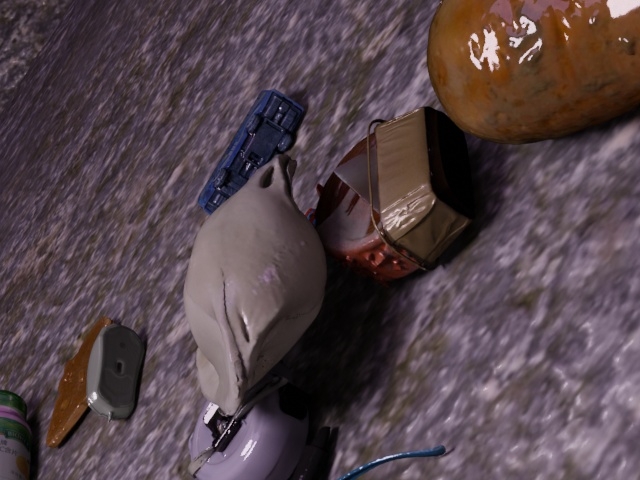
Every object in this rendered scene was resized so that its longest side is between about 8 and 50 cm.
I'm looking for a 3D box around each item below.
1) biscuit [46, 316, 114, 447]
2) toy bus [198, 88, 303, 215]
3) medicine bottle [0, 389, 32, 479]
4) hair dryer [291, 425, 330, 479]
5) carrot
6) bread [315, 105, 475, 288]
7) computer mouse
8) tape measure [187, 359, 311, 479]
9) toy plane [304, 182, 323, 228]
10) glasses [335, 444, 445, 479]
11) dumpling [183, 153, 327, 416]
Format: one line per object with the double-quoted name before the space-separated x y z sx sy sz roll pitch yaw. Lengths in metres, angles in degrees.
"biscuit" -0.429 0.255 1.906 0.162 0.035 0.250 1 63 59
"toy bus" -0.118 -0.139 1.788 0.236 0.079 0.094 -59 16 -2
"medicine bottle" -0.590 0.401 1.910 0.133 0.133 0.274 -43 35 22
"hair dryer" -0.050 0.338 1.299 0.114 0.070 0.248 -9 52 50
"carrot" 0.288 -0.234 1.180 0.341 0.224 0.224 -11 54 42
"bread" 0.090 -0.056 1.367 0.212 0.142 0.224 -32 40 32
"computer mouse" -0.347 0.228 1.774 0.056 0.089 0.181 -42 36 42
"tape measure" -0.098 0.246 1.400 0.196 0.105 0.178 -58 33 -3
"toy plane" 0.003 0.001 1.514 0.130 0.061 0.189 0 68 53
"glasses" 0.065 0.338 1.168 0.221 0.088 0.189 -26 39 11
"dumpling" -0.095 0.073 1.367 0.260 0.181 0.341 123 139 -49
